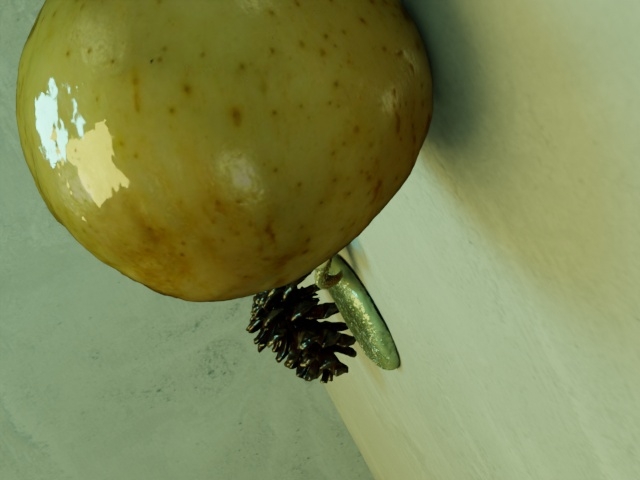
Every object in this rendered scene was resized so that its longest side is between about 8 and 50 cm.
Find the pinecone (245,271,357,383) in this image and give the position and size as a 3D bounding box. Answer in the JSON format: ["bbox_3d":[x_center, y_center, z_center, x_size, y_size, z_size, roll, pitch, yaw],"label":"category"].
[{"bbox_3d":[-0.040,0.190,2.102,0.309,0.244,0.244,45,170,3],"label":"pinecone"}]

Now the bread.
[{"bbox_3d":[0.077,0.150,1.836,0.267,0.040,0.267,58,171,15],"label":"bread"}]

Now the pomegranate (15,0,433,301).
[{"bbox_3d":[-0.096,-0.149,0.826,0.410,0.410,0.410,59,171,15],"label":"pomegranate"}]

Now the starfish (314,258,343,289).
[{"bbox_3d":[-0.002,0.001,1.653,0.238,0.071,0.215,-114,6,-72],"label":"starfish"}]
